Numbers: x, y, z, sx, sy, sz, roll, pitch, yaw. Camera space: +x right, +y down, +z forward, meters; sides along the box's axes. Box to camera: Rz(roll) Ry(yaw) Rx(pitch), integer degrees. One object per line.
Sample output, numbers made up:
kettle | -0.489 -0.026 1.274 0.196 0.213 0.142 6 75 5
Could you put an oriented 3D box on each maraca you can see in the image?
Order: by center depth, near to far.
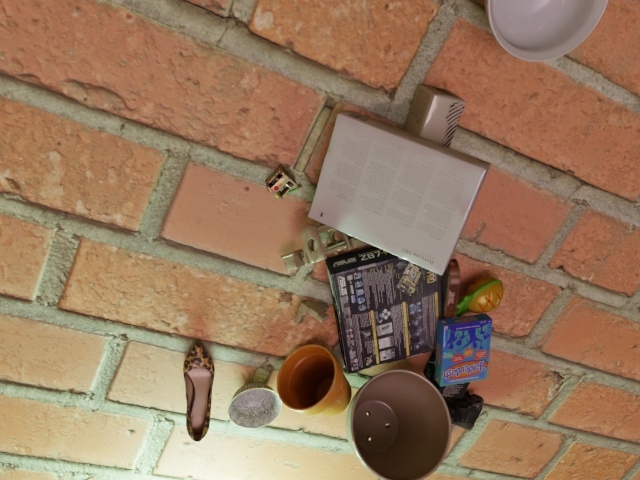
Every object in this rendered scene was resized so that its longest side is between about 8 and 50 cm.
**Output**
maraca | 0.484 0.177 1.743 0.186 0.099 0.127 -24 141 -20

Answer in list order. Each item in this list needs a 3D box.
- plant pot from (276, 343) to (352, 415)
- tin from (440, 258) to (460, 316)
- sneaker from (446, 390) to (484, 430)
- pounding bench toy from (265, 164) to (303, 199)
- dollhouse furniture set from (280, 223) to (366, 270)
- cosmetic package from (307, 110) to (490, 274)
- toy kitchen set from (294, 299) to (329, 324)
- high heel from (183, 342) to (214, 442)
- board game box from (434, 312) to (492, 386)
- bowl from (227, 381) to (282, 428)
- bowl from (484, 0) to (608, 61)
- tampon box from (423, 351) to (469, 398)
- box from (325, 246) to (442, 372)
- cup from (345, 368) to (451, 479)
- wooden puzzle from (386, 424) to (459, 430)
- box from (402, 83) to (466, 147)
plant pot | 0.000 0.449 1.748 0.205 0.205 0.188 -35 136 7
tin | 0.384 0.143 1.708 0.040 0.106 0.189 1 118 1
sneaker | 0.480 0.573 1.973 0.227 0.087 0.130 28 95 -34
pounding bench toy | -0.093 -0.138 1.465 0.065 0.052 0.083 -44 119 13
dollhouse furniture set | 0.000 0.000 1.574 0.182 0.161 0.101 -18 89 -47
cosmetic package | 0.183 -0.121 1.404 0.377 0.097 0.284 25 114 15
toy kitchen set | -0.017 0.225 1.684 0.068 0.083 0.075 -16 134 -55
high heel | -0.351 0.445 1.653 0.093 0.186 0.261 0 119 -13
board game box | 0.433 0.333 1.730 0.160 0.047 0.210 -6 111 -12
bowl | -0.209 0.499 1.781 0.170 0.080 0.170 -6 119 -11
bowl | 0.498 -0.576 1.312 0.298 0.134 0.297 -6 121 -10
tampon box | 0.427 0.413 1.861 0.101 0.120 0.161 10 116 -17
box | 0.199 0.195 1.695 0.318 0.097 0.395 -13 123 -4
cup | 0.214 0.589 1.817 0.331 0.331 0.237 5 161 -16
wooden puzzle | 0.367 0.678 2.041 0.239 0.044 0.221 -43 119 12
box | 0.264 -0.248 1.456 0.094 0.113 0.275 7 118 -18
